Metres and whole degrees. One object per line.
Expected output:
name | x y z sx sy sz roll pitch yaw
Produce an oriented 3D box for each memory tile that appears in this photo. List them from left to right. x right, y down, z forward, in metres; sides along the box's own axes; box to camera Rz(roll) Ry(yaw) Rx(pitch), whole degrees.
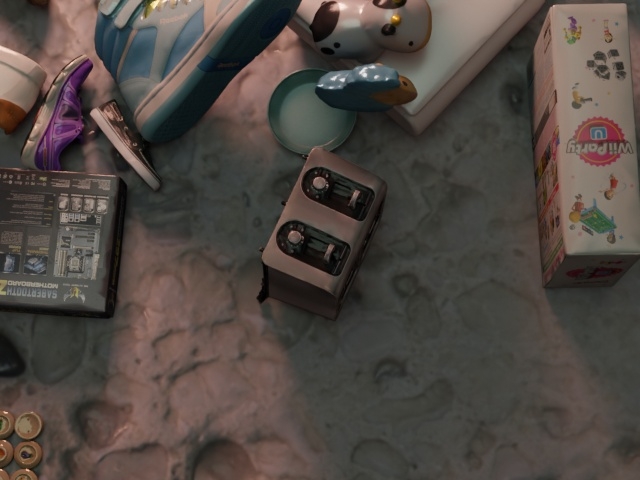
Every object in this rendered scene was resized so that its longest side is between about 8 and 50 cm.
memory tile | -0.413 0.291 1.837 0.113 0.012 0.148 3 78 4

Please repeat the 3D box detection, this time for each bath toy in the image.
bath toy | 0.058 -0.340 1.767 0.151 0.129 0.348 -3 77 6

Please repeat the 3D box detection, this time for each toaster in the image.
toaster | 0.000 0.000 1.794 0.110 0.186 0.168 24 73 6

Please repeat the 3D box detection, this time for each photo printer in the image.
photo printer | 0.138 -0.327 1.878 0.256 0.107 0.307 43 84 11

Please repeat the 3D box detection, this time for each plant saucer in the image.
plant saucer | -0.011 -0.168 1.900 0.119 0.021 0.119 -1 79 4

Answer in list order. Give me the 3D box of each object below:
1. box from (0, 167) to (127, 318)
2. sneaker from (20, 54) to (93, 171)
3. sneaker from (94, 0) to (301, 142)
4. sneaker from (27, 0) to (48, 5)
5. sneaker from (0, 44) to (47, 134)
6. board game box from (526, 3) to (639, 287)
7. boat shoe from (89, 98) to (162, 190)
box | -0.377 0.002 1.871 0.232 0.059 0.183 3 78 4
sneaker | -0.339 -0.166 1.912 0.071 0.068 0.170 24 81 -15
sneaker | -0.174 -0.300 1.844 0.319 0.127 0.208 -44 73 21
sneaker | -0.433 -0.385 1.964 0.071 0.066 0.188 -34 72 14
sneaker | -0.519 -0.227 1.905 0.290 0.106 0.123 22 78 7
board game box | 0.321 -0.109 1.762 0.097 0.224 0.303 -1 78 1
boat shoe | -0.250 -0.128 1.896 0.040 0.049 0.142 -38 76 -5
